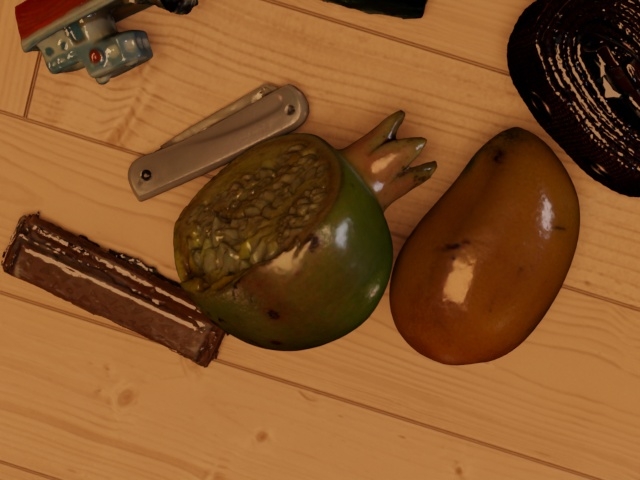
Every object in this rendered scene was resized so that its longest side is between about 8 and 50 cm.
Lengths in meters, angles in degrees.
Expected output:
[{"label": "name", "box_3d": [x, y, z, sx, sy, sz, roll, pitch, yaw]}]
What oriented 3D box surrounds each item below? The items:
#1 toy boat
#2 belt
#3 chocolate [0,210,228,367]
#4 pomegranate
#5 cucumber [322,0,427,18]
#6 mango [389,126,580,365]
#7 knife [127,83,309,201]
[{"label": "toy boat", "box_3d": [-0.213, -0.300, 1.943, 0.332, 0.145, 0.133, -24, 90, 17]}, {"label": "belt", "box_3d": [0.359, -0.185, 1.911, 0.184, 0.164, 0.289, -39, 97, -11]}, {"label": "chocolate", "box_3d": [-0.276, 0.072, 2.099, 0.329, 0.065, 0.102, 26, 106, -3]}, {"label": "pomegranate", "box_3d": [0.000, 0.000, 1.946, 0.359, 0.310, 0.216, -33, 117, -6]}, {"label": "cucumber", "box_3d": [0.049, -0.344, 1.943, 0.193, 0.086, 0.115, 16, 105, -5]}, {"label": "mango", "box_3d": [0.215, 0.015, 1.967, 0.211, 0.173, 0.317, 25, 98, -21]}, {"label": "knife", "box_3d": [-0.137, -0.133, 2.041, 0.266, 0.040, 0.073, -27, 90, 13]}]
